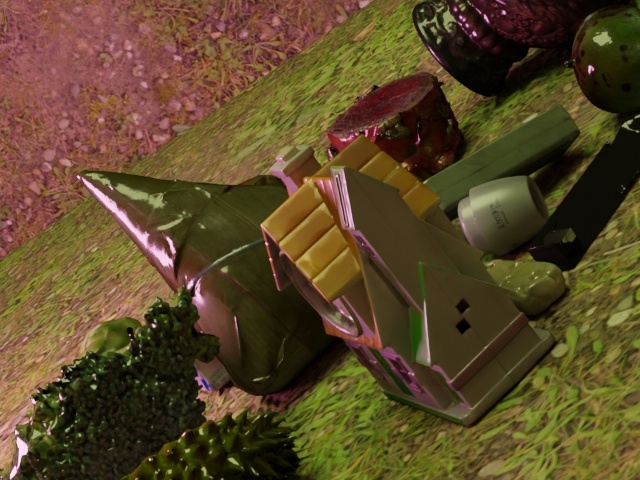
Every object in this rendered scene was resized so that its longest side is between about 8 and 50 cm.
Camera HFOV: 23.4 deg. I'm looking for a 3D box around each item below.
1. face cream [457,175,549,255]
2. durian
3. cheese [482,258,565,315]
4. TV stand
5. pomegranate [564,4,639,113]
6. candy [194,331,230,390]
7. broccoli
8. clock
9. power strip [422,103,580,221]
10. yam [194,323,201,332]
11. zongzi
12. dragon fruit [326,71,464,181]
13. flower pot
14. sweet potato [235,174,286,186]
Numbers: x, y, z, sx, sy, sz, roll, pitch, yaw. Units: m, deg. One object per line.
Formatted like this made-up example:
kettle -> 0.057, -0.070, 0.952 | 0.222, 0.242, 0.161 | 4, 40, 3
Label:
face cream -> 0.223, -0.031, 1.884 | 0.095, 0.091, 0.091 | -24, 20, 21
durian -> -0.169, 0.314, 1.694 | 0.352, 0.158, 0.169 | -43, 4, -1
cheese -> 0.212, 0.049, 1.771 | 0.065, 0.043, 0.194 | -44, 17, -15
TV stand -> 0.329, -0.061, 1.818 | 0.049, 0.040, 0.256 | -16, 28, 53
pomegranate -> 0.404, -0.245, 1.998 | 0.169, 0.148, 0.148 | -32, 16, -1
candy -> -0.122, 0.139, 2.191 | 0.160, 0.073, 0.092 | -42, 10, -15
broccoli -> -0.299, 0.241, 1.979 | 0.353, 0.274, 0.397 | -36, 18, -22
clock -> 0.063, 0.031, 1.661 | 0.166, 0.309, 0.235 | -42, 16, -14
power strip -> 0.200, -0.077, 1.974 | 0.288, 0.053, 0.093 | -29, -11, -20
yam -> -0.171, 0.127, 2.296 | 0.127, 0.084, 0.084 | -47, 13, 19
zongzi -> -0.069, -0.042, 2.042 | 0.356, 0.393, 0.174 | -38, -9, -14
dragon fruit -> 0.118, -0.144, 2.361 | 0.211, 0.147, 0.282 | -28, 20, 4
flower pot -> 0.298, -0.377, 2.396 | 0.267, 0.266, 0.266 | -44, 12, 25
sweet potato -> -0.108, -0.003, 2.293 | 0.158, 0.158, 0.370 | -46, 12, -24
